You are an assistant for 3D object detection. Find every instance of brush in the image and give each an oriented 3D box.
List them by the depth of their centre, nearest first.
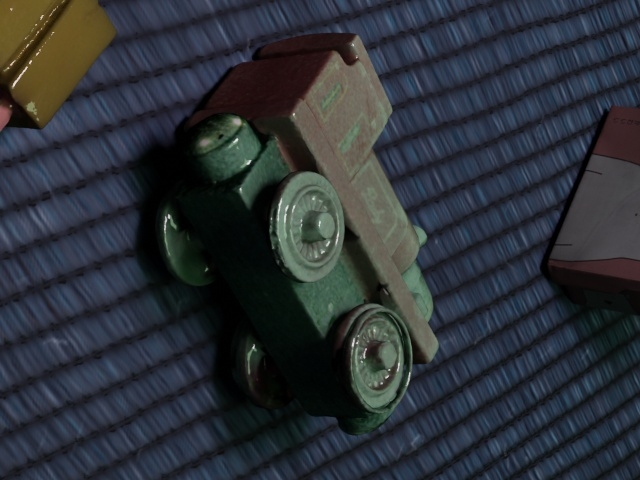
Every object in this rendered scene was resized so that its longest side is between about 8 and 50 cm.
[{"bbox_3d":[-0.234,-0.097,1.152,0.233,0.047,0.103,-58,133,-28],"label":"brush"}]

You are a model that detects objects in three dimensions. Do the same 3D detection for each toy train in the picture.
[{"bbox_3d":[0.000,0.000,1.372,0.221,0.150,0.304,-57,131,-40],"label":"toy train"}]

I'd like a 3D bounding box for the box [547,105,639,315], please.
[{"bbox_3d":[0.369,-0.023,1.759,0.215,0.215,0.086,-65,147,-24],"label":"box"}]
